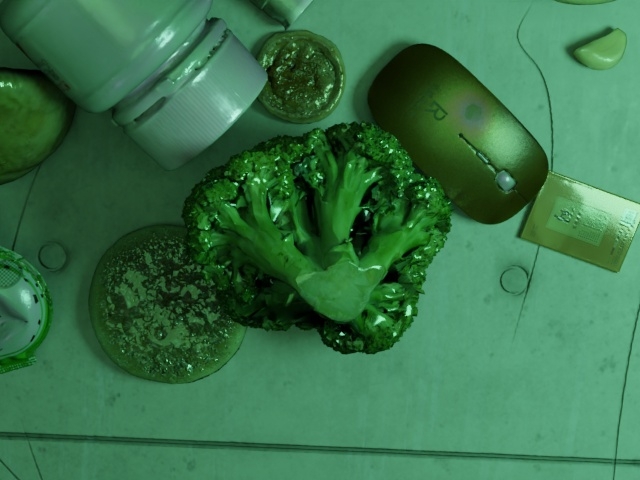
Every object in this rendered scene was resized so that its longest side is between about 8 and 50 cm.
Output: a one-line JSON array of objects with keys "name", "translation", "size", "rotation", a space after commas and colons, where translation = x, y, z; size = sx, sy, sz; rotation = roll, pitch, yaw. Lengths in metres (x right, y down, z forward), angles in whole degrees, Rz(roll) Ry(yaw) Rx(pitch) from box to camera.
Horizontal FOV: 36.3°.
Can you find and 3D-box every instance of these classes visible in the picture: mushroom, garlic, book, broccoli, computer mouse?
[{"name": "mushroom", "translation": [-0.530, -0.175, 1.419], "size": [0.292, 0.217, 0.211], "rotation": [15, 103, -3]}, {"name": "garlic", "translation": [0.436, -0.289, 1.498], "size": [0.083, 0.041, 0.053], "rotation": [-32, 84, -4]}, {"name": "book", "translation": [0.415, -0.030, 1.548], "size": [0.172, 0.012, 0.118], "rotation": [20, 98, -4]}, {"name": "broccoli", "translation": [0.007, -0.006, 1.405], "size": [0.413, 0.310, 0.321], "rotation": [45, 67, -29]}, {"name": "computer mouse", "translation": [0.213, -0.161, 1.500], "size": [0.310, 0.072, 0.158], "rotation": [44, 98, -7]}]

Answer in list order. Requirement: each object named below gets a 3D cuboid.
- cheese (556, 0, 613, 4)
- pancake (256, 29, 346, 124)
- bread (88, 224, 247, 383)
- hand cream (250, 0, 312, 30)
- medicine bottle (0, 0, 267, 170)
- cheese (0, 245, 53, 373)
[{"name": "cheese", "translation": [0.386, -0.472, 1.395], "size": [0.233, 0.127, 0.265], "rotation": [2, 103, -24]}, {"name": "pancake", "translation": [-0.035, -0.251, 1.507], "size": [0.152, 0.025, 0.151], "rotation": [0, 99, -2]}, {"name": "bread", "translation": [-0.241, 0.106, 1.551], "size": [0.267, 0.040, 0.266], "rotation": [0, 98, -1]}, {"name": "hand cream", "translation": [-0.145, -0.441, 1.446], "size": [0.312, 0.111, 0.070], "rotation": [39, 55, -7]}, {"name": "medicine bottle", "translation": [-0.257, -0.282, 1.378], "size": [0.256, 0.256, 0.325], "rotation": [-42, 111, 5]}, {"name": "cheese", "translation": [-0.531, 0.061, 1.504], "size": [0.204, 0.083, 0.320], "rotation": [-16, 109, 7]}]
